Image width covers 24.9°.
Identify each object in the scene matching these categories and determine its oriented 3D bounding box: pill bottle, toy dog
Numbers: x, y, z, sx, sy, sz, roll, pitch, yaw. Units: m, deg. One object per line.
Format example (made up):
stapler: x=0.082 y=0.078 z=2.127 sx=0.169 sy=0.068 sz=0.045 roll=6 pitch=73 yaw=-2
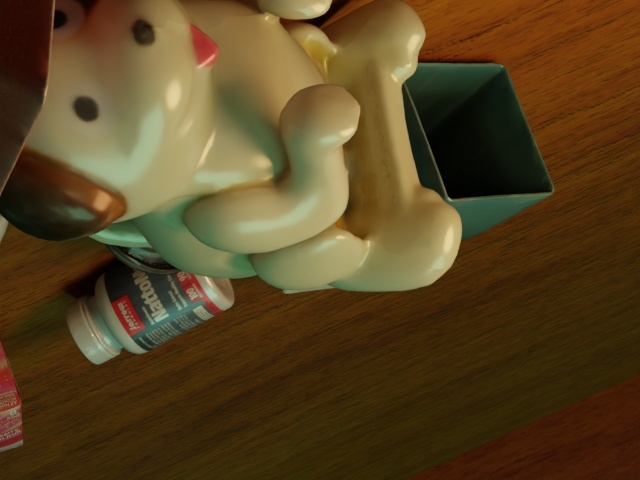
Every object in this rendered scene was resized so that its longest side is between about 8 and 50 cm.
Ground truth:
pill bottle: x=-0.203 y=0.070 z=1.701 sx=0.180 sy=0.108 sz=0.108 roll=-29 pitch=156 yaw=8
toy dog: x=-0.122 y=-0.111 z=1.261 sx=0.395 sy=0.285 sz=0.408 roll=-8 pitch=167 yaw=31

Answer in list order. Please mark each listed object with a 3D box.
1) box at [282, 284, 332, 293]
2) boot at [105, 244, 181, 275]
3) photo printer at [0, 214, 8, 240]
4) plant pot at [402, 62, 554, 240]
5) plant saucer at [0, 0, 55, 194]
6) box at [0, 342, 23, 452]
box: x=0.000 y=0.000 z=1.775 sx=0.102 sy=0.087 sz=0.101 roll=-5 pitch=150 yaw=-37
boot: x=-0.092 y=-0.074 z=1.557 sx=0.263 sy=0.091 sz=0.229 roll=-10 pitch=147 yaw=-40
photo printer: x=-0.406 y=0.064 z=1.320 sx=0.256 sy=0.107 sz=0.307 roll=-44 pitch=-169 yaw=52
plant pot: x=0.106 y=-0.071 z=1.647 sx=0.165 sy=0.165 sz=0.234 roll=-5 pitch=158 yaw=-39
plant saucer: x=-0.225 y=-0.161 z=0.981 sx=0.047 sy=0.259 sz=0.258 roll=9 pitch=157 yaw=-20
box: x=-0.485 y=0.203 z=1.686 sx=0.256 sy=0.123 sz=0.128 roll=-16 pitch=154 yaw=-19
